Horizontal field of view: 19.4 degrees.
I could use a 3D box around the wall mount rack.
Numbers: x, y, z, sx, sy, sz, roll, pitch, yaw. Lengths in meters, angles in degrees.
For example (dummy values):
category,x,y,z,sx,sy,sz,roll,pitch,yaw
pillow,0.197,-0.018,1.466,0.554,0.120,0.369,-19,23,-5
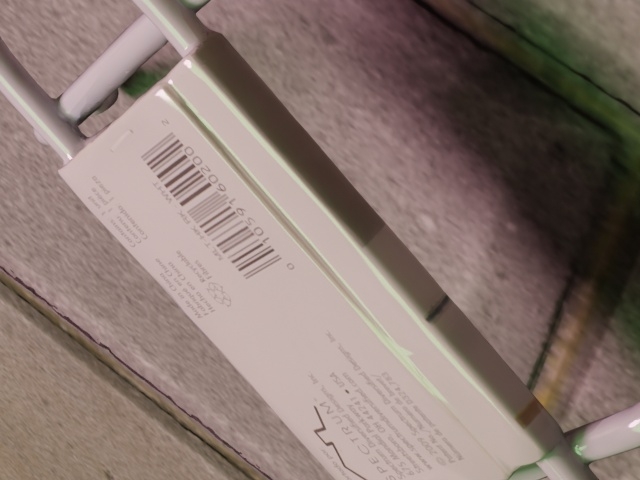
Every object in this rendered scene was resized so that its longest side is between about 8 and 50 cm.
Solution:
category,x,y,z,sx,sy,sz,roll,pitch,yaw
wall mount rack,0.000,0.000,0.715,0.350,0.130,0.304,49,148,-7
